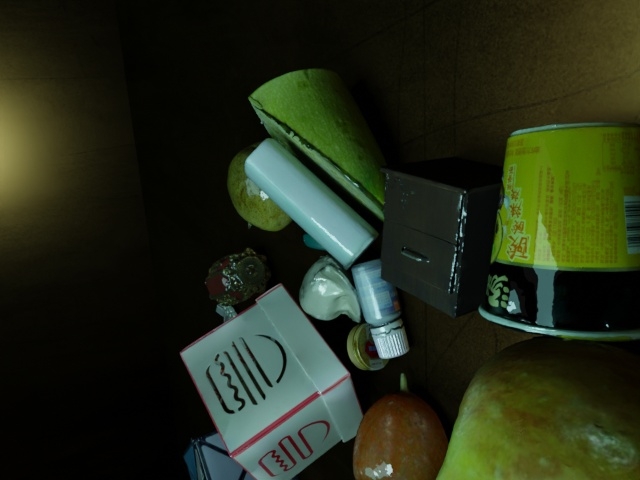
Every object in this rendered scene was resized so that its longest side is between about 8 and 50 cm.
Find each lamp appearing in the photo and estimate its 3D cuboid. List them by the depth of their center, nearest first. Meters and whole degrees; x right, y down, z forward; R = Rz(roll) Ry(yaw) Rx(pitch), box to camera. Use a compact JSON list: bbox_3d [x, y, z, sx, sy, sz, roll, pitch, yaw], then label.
[{"bbox_3d":[-0.267,0.122,1.578,0.274,0.176,0.177,-29,77,58],"label":"lamp"}]

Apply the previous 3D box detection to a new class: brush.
[{"bbox_3d":[0.000,0.000,1.237,0.193,0.032,0.043,-172,67,-69],"label":"brush"}]

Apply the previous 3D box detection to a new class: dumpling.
[{"bbox_3d":[0.033,0.128,1.141,0.172,0.142,0.247,43,163,4],"label":"dumpling"}]

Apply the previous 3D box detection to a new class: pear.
[{"bbox_3d":[-0.135,-0.148,1.238,0.228,0.188,0.212,49,142,41],"label":"pear"}]

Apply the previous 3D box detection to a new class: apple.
[{"bbox_3d":[0.297,0.303,0.532,0.333,0.400,0.401,19,119,29],"label":"apple"}]

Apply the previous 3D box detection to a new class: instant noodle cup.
[{"bbox_3d":[0.305,-0.015,0.594,0.215,0.215,0.237,9,101,57],"label":"instant noodle cup"}]

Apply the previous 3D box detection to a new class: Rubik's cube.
[{"bbox_3d":[-0.298,0.829,1.752,0.307,0.309,0.305,64,146,24],"label":"Rubik's cube"}]

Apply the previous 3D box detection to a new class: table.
[{"bbox_3d":[0.202,-0.014,0.764,0.169,0.172,0.193,28,124,51],"label":"table"}]

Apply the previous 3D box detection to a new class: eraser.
[{"bbox_3d":[-0.017,-0.071,1.008,0.290,0.104,0.189,43,-177,3],"label":"eraser"}]

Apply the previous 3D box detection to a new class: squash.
[{"bbox_3d":[0.016,-0.152,0.979,0.234,0.210,0.309,59,-168,-73],"label":"squash"}]

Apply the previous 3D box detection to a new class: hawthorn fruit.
[{"bbox_3d":[0.163,0.399,0.994,0.199,0.199,0.252,-31,50,57],"label":"hawthorn fruit"}]

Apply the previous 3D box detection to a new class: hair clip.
[{"bbox_3d":[-0.328,0.322,1.868,0.220,0.054,0.140,50,134,31],"label":"hair clip"}]

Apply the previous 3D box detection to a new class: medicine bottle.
[{"bbox_3d":[0.127,0.141,1.028,0.083,0.083,0.203,-20,83,58],"label":"medicine bottle"}]

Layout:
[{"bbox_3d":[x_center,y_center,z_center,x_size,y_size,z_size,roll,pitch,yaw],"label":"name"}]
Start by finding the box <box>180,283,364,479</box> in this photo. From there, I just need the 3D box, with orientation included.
[{"bbox_3d":[-0.106,0.359,1.191,0.314,0.299,0.312,47,164,38],"label":"box"}]

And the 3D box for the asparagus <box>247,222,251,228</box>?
[{"bbox_3d":[-0.232,-0.091,1.581,0.015,0.014,0.115,20,118,55],"label":"asparagus"}]

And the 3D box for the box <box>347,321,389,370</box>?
[{"bbox_3d":[0.107,0.231,1.073,0.037,0.105,0.106,-22,82,48],"label":"box"}]
